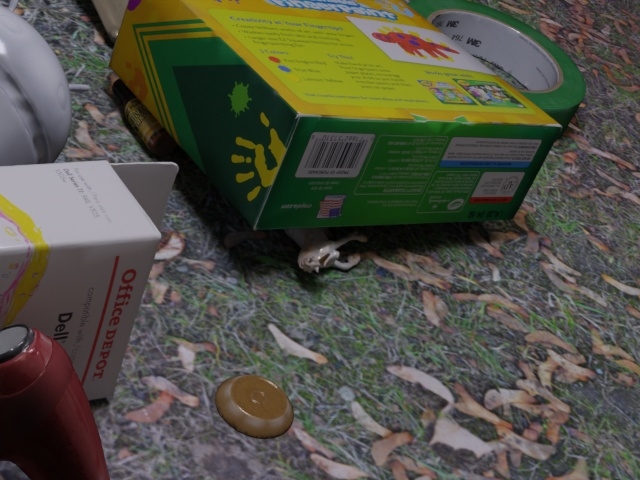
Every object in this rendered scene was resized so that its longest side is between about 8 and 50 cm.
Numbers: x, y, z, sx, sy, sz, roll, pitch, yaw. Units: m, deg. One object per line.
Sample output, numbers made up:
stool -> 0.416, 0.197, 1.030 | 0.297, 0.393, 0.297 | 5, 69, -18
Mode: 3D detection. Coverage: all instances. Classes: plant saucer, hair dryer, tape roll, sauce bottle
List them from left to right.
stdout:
hair dryer -> -0.288, 0.164, 0.946 | 0.293, 0.223, 0.080 | 24, 10, -28
sauce bottle -> -0.225, -0.158, 1.490 | 0.042, 0.042, 0.128 | -10, 46, -39
plant saucer -> -0.064, 0.162, 1.188 | 0.083, 0.015, 0.083 | 16, 36, -12
tape roll -> 0.266, -0.278, 1.906 | 0.321, 0.077, 0.321 | 15, 36, -12

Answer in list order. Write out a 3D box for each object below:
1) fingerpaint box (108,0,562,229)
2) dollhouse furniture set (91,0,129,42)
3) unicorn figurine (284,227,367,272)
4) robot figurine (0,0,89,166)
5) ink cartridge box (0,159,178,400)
fingerpaint box -> 0.017, -0.181, 1.510 | 0.445, 0.163, 0.371 | -3, 38, -41
dollhouse furniture set -> -0.269, -0.391, 1.749 | 0.198, 0.151, 0.301 | -20, 69, -20
unicorn figurine -> 0.000, 0.000, 1.411 | 0.111, 0.060, 0.162 | -9, 31, -38
robot figurine -> -0.382, -0.100, 1.124 | 0.200, 0.300, 0.353 | 15, 49, 44
ink cartridge box -> -0.276, 0.047, 1.043 | 0.353, 0.207, 0.119 | -7, 43, -36
